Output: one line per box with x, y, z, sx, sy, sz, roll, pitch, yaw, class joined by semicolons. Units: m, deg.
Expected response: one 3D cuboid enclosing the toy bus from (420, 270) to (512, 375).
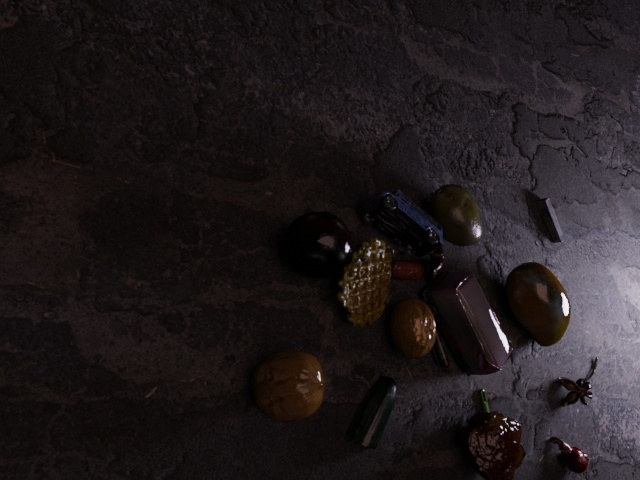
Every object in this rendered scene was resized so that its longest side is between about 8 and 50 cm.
0.526;0.300;1.816;0.171;0.162;0.386;-34;100;-28;toy bus

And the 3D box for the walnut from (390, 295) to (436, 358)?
0.307;0.288;1.708;0.159;0.159;0.206;-2;84;-28;walnut

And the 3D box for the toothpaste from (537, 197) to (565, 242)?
0.975;-0.084;2.172;0.040;0.047;0.196;-26;95;-25;toothpaste

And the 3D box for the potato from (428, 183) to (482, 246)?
0.495;-0.080;1.857;0.174;0.159;0.251;-35;110;-3;potato

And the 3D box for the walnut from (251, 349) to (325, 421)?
-0.087;0.406;1.443;0.195;0.222;0.195;26;56;-47;walnut

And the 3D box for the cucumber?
0.183;0.551;1.657;0.115;0.063;0.243;35;67;-20;cucumber

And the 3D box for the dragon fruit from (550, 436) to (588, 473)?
0.981;0.843;2.025;0.190;0.094;0.094;45;65;-10;dragon fruit

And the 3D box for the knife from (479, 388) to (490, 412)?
0.625;0.648;1.902;0.054;0.015;0.211;-15;90;-29;knife

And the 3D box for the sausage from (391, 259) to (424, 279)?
0.290;0.101;1.768;0.141;0.076;0.076;7;80;-28;sausage

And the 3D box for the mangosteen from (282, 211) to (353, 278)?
-0.004;0.002;1.548;0.216;0.216;0.215;4;81;-28;mangosteen

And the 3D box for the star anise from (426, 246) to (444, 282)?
0.405;0.077;1.810;0.054;0.156;0.212;7;48;12;star anise

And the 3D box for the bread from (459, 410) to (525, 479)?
0.611;0.721;1.806;0.232;0.135;0.246;-33;97;-19;bread

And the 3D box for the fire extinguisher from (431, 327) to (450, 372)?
0.419;0.396;1.818;0.049;0.035;0.173;-18;89;-32;fire extinguisher

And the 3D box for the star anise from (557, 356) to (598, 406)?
1.075;0.579;2.151;0.148;0.218;0.227;46;17;16;star anise

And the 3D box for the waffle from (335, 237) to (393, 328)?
0.151;0.138;1.656;0.280;0.060;0.262;-56;135;-23;waffle

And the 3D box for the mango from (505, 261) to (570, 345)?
0.840;0.252;1.976;0.222;0.199;0.383;-38;114;-31;mango

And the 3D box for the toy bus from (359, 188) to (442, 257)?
0.278;-0.073;1.750;0.292;0.125;0.133;36;45;-17;toy bus
